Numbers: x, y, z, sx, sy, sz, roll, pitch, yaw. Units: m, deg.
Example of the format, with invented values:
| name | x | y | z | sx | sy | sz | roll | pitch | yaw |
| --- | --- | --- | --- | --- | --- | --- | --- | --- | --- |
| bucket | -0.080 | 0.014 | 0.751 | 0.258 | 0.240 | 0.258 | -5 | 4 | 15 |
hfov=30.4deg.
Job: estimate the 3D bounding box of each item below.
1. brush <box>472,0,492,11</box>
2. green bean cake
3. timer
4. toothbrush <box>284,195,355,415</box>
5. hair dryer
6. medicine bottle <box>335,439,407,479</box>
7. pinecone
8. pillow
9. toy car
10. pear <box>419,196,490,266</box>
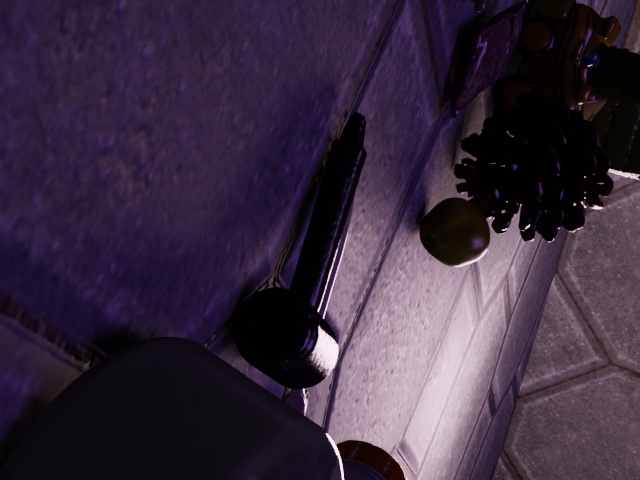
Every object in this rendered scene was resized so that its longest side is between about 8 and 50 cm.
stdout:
| name | x | y | z | sx | sy | sz | roll | pitch | yaw |
| --- | --- | --- | --- | --- | --- | --- | --- | --- | --- |
| brush | 0.174 | -0.359 | 1.194 | 0.043 | 0.036 | 0.248 | -42 | 142 | -66 |
| green bean cake | 0.471 | -0.217 | 1.930 | 0.250 | 0.247 | 0.156 | -46 | 151 | -54 |
| timer | -0.021 | 0.247 | 0.715 | 0.291 | 0.315 | 0.291 | -48 | 150 | -40 |
| toothbrush | -0.001 | 0.059 | 1.124 | 0.029 | 0.025 | 0.307 | -56 | 161 | -63 |
| hair dryer | 0.001 | 0.001 | 0.999 | 0.114 | 0.070 | 0.248 | 51 | 56 | -71 |
| medicine bottle | -0.008 | 0.327 | 1.178 | 0.288 | 0.157 | 0.157 | -50 | 154 | -50 |
| pinecone | 0.272 | -0.089 | 1.546 | 0.208 | 0.208 | 0.207 | 20 | 90 | -74 |
| pillow | 0.199 | -0.223 | 1.413 | 0.185 | 0.043 | 0.118 | -37 | 150 | -57 |
| toy car | 0.345 | -0.227 | 1.694 | 0.200 | 0.142 | 0.248 | -10 | 118 | -71 |
| pear | 0.166 | -0.009 | 1.486 | 0.097 | 0.092 | 0.092 | 14 | 98 | -32 |
